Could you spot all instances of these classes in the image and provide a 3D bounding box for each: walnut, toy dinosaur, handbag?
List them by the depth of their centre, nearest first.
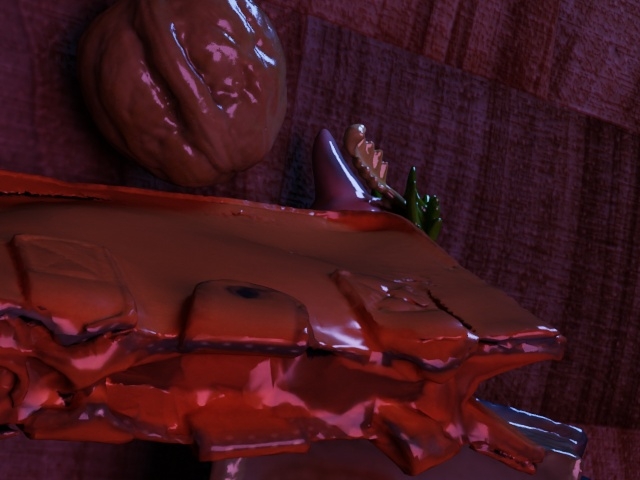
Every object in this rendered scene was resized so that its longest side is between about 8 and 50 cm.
[{"bbox_3d":[-0.082,0.045,0.833,0.410,0.303,0.116,6,103,-23],"label":"handbag"},{"bbox_3d":[-0.102,-0.122,0.969,0.166,0.149,0.167,-2,103,-8],"label":"walnut"},{"bbox_3d":[-0.001,-0.002,1.089,0.177,0.152,0.194,14,90,-11],"label":"toy dinosaur"}]

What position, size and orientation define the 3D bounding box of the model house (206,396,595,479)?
[{"bbox_3d":[0.065,0.237,1.018,0.280,0.312,0.245,32,71,-83],"label":"model house"}]
